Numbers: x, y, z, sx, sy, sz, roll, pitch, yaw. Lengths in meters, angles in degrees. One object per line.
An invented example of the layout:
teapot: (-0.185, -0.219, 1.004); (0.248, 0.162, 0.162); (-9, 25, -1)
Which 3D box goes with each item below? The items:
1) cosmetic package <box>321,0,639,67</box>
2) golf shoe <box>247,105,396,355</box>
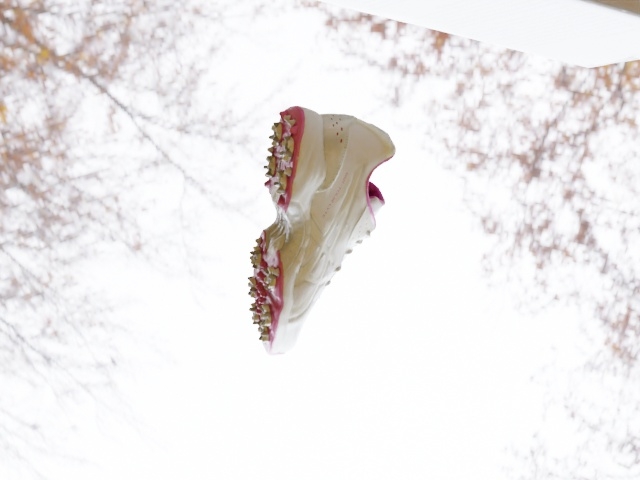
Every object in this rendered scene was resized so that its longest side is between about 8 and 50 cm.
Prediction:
cosmetic package: (0.216, -0.322, 1.322); (0.453, 0.230, 0.161); (8, -94, -30)
golf shoe: (0.000, 0.000, 1.314); (0.140, 0.306, 0.115); (0, -147, -19)
